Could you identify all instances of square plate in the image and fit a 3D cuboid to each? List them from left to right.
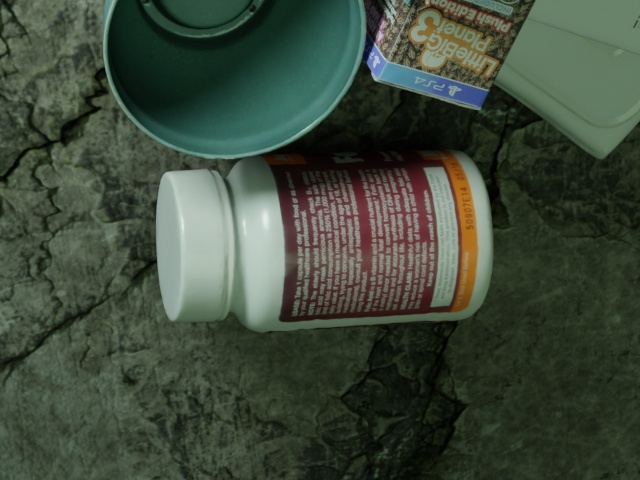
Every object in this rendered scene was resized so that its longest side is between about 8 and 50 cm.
[{"bbox_3d":[0.366,-0.299,2.015,0.347,0.049,0.344,30,111,-31],"label":"square plate"}]

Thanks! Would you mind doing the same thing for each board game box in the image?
[{"bbox_3d":[0.150,-0.339,1.810,0.141,0.232,0.291,13,119,-24],"label":"board game box"}]

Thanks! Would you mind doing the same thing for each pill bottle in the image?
[{"bbox_3d":[0.000,0.000,1.997,0.392,0.224,0.224,-2,123,-16],"label":"pill bottle"}]

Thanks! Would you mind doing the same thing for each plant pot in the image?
[{"bbox_3d":[-0.115,-0.267,1.800,0.293,0.196,0.293,-8,125,-12],"label":"plant pot"}]

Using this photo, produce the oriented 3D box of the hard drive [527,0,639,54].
[{"bbox_3d":[0.359,-0.346,1.926,0.319,0.040,0.210,14,117,-24],"label":"hard drive"}]
